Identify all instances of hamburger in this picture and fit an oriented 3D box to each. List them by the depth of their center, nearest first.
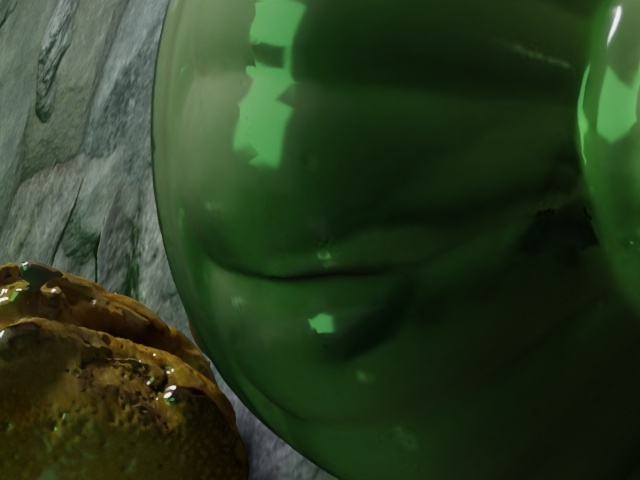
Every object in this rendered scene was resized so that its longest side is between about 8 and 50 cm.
[{"bbox_3d":[-0.202,0.170,0.962,0.170,0.290,0.314,32,100,60],"label":"hamburger"}]

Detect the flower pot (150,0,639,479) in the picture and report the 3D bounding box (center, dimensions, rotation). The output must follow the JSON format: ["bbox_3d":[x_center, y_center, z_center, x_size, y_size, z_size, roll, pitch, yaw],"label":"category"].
[{"bbox_3d":[0.117,-0.038,0.523,0.244,0.307,0.307,2,75,45],"label":"flower pot"}]

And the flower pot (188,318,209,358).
[{"bbox_3d":[0.000,0.000,0.827,0.173,0.190,0.191,123,152,-47],"label":"flower pot"}]
